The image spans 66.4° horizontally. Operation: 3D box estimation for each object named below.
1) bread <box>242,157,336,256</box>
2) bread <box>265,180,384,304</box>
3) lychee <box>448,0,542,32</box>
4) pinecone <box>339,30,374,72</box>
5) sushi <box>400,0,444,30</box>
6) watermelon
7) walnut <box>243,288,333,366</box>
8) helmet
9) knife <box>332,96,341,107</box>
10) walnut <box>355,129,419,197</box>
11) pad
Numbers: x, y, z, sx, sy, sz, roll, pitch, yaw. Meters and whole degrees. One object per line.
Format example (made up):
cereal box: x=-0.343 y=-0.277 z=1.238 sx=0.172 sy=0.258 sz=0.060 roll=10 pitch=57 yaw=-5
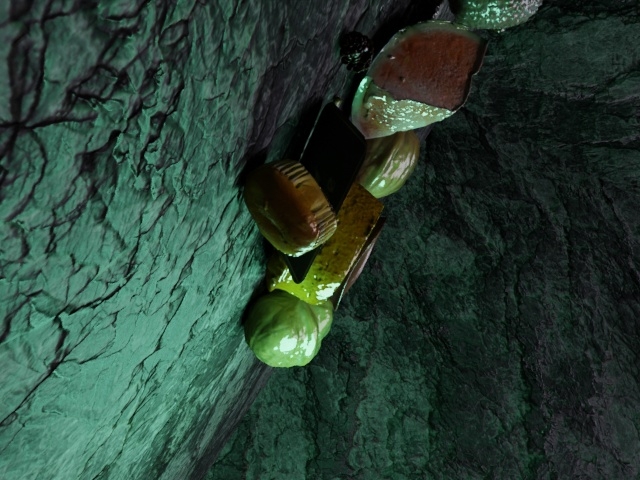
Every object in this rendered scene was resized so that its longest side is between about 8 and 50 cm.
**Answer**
bread: x=-0.064 y=-0.062 z=0.945 sx=0.132 sy=0.190 sz=0.114 roll=-32 pitch=-177 yaw=36
bread: x=0.000 y=0.000 z=1.375 sx=0.398 sy=0.215 sz=0.398 roll=-59 pitch=180 yaw=1
lychee: x=0.537 y=-0.780 z=1.485 sx=0.300 sy=0.300 sz=0.300 roll=-56 pitch=170 yaw=-15
pinecone: x=0.071 y=-0.389 z=0.999 sx=0.083 sy=0.077 sz=0.077 roll=24 pitch=98 yaw=-54
sushi: x=0.271 y=-0.600 z=1.343 sx=0.150 sy=0.078 sz=0.090 roll=-62 pitch=176 yaw=13
watermelon: x=0.218 y=-0.438 z=1.244 sx=0.222 sy=0.319 sz=0.292 roll=35 pitch=66 yaw=-45
walnut: x=-0.100 y=0.264 z=1.569 sx=0.277 sy=0.282 sz=0.253 roll=118 pitch=-31 yaw=-45
helmet: x=0.055 y=0.031 z=1.718 sx=0.385 sy=0.230 sz=0.337 roll=-55 pitch=171 yaw=-23
knife: x=-0.023 y=-0.199 z=1.229 sx=0.343 sy=0.027 sz=0.061 roll=-63 pitch=174 yaw=21
walnut: x=0.192 y=-0.265 z=1.546 sx=0.261 sy=0.225 sz=0.225 roll=-61 pitch=171 yaw=18
pad: x=-0.028 y=-0.089 z=1.058 sx=0.063 sy=0.315 sz=0.375 roll=8 pitch=122 yaw=-31
